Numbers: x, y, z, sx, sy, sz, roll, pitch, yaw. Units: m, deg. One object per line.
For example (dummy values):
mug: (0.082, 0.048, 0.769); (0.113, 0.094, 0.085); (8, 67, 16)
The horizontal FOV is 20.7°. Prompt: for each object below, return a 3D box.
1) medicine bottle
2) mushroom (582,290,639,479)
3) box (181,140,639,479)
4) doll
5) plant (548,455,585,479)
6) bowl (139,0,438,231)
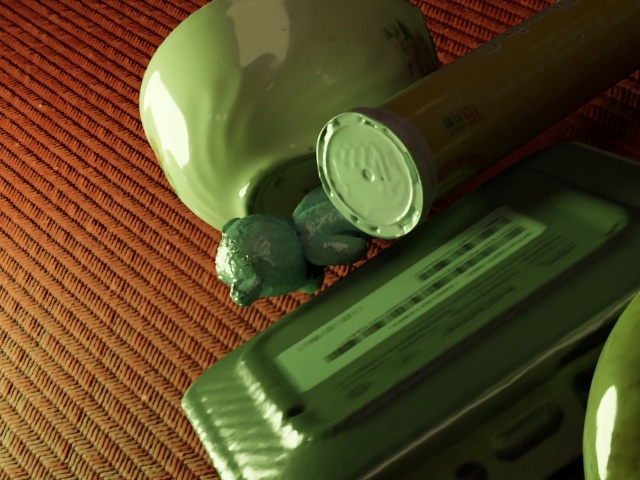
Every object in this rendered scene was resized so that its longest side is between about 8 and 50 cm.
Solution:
medicine bottle: (0.177, -0.136, 1.489); (0.108, 0.108, 0.426); (12, 33, 42)
mushroom: (0.323, 0.135, 1.001); (0.352, 0.260, 0.352); (7, 61, -13)
box: (0.100, 0.079, 1.295); (0.396, 0.111, 0.396); (-35, 15, -6)
doll: (0.000, 0.004, 1.462); (0.180, 0.075, 0.120); (-13, 28, -1)
plant: (0.200, 0.191, 1.161); (0.132, 0.129, 0.194); (-31, 17, 46)
bowl: (-0.016, -0.091, 1.554); (0.277, 0.277, 0.145); (-21, 52, 11)
